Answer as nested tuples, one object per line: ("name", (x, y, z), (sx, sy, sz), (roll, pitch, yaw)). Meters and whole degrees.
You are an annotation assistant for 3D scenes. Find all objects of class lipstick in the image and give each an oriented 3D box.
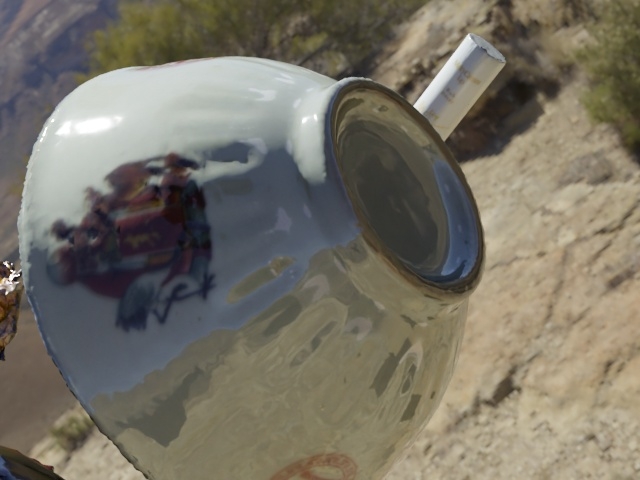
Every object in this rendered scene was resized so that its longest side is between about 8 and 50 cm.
("lipstick", (0.126, -0.134, 1.280), (0.264, 0.059, 0.059), (-52, 11, 26))

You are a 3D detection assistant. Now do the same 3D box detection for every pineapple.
("pineapple", (-0.450, 0.115, 1.320), (0.225, 0.076, 0.224), (-36, 43, 42))

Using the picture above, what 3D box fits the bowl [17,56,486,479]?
("bowl", (0.000, 0.000, 0.657), (0.157, 0.337, 0.337), (-30, 19, 34))

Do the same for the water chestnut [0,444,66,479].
("water chestnut", (-0.310, 0.276, 0.778), (0.335, 0.347, 0.335), (4, 35, -3))
